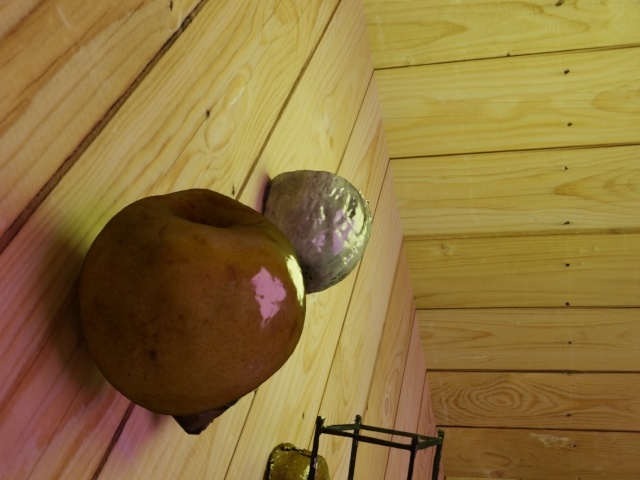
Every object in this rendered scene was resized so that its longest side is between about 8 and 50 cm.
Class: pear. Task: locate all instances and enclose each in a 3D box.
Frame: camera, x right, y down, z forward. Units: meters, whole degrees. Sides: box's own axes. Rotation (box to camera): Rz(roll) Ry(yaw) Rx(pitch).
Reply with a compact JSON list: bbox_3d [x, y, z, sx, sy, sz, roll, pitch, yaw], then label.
[{"bbox_3d":[-0.176,0.087,1.125,0.304,0.303,0.304,-2,90,-74],"label":"pear"}]

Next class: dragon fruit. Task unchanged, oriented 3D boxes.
[{"bbox_3d":[0.000,0.000,1.884,0.283,0.203,0.221,69,25,-46],"label":"dragon fruit"}]

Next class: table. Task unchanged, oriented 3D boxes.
[{"bbox_3d":[0.120,0.531,1.822,0.335,0.222,0.273,32,66,-71],"label":"table"}]

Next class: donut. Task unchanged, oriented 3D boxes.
[{"bbox_3d":[-0.047,0.581,1.828,0.272,0.107,0.272,0,90,-71],"label":"donut"}]

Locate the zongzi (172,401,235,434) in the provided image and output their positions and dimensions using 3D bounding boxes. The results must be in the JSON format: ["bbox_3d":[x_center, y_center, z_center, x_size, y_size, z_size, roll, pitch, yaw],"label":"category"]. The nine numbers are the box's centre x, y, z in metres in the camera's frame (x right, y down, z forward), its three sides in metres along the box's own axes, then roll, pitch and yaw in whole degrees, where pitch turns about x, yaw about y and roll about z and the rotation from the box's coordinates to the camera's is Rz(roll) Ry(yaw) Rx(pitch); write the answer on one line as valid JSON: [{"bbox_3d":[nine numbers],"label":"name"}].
[{"bbox_3d":[-0.119,0.162,1.375,0.125,0.274,0.251,44,17,-3],"label":"zongzi"}]
